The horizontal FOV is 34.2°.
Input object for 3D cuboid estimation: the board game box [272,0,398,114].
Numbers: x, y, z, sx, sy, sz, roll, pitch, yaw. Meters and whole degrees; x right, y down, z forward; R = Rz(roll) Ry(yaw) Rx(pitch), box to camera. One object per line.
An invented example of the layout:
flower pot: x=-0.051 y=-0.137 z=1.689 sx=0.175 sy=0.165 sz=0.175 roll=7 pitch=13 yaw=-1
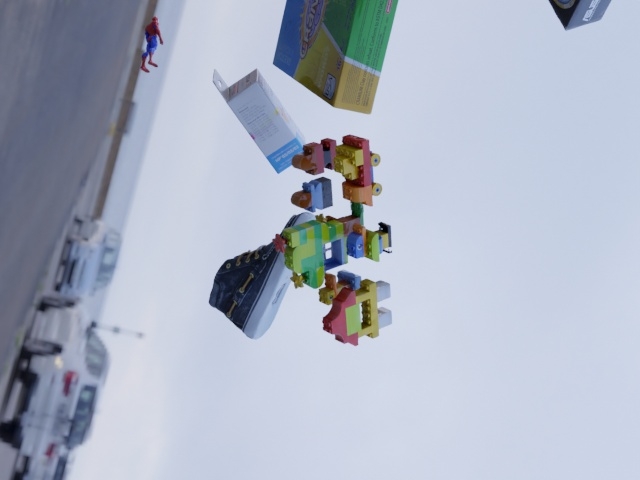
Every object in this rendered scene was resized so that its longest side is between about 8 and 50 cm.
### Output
board game box: x=0.023 y=-0.349 z=1.596 sx=0.316 sy=0.064 sz=0.242 roll=-133 pitch=-127 yaw=-63

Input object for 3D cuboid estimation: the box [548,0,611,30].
box: x=0.328 y=-0.436 z=1.326 sx=0.270 sy=0.060 sz=0.216 roll=103 pitch=-32 yaw=-66

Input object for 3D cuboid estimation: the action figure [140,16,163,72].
action figure: x=-0.297 y=-0.351 z=1.847 sx=0.038 sy=0.030 sz=0.115 roll=-28 pitch=-127 yaw=42

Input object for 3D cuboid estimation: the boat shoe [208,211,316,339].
boat shoe: x=-0.075 y=0.029 z=1.275 sx=0.183 sy=0.083 sz=0.065 roll=-63 pitch=164 yaw=22

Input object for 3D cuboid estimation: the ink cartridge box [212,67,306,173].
ink cartridge box: x=-0.096 y=-0.207 z=1.666 sx=0.062 sy=0.181 sz=0.104 roll=-33 pitch=-160 yaw=9

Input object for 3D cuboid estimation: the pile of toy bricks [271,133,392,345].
pile of toy bricks: x=0.000 y=0.000 z=1.065 sx=0.118 sy=0.105 sz=0.212 roll=21 pitch=-57 yaw=49
